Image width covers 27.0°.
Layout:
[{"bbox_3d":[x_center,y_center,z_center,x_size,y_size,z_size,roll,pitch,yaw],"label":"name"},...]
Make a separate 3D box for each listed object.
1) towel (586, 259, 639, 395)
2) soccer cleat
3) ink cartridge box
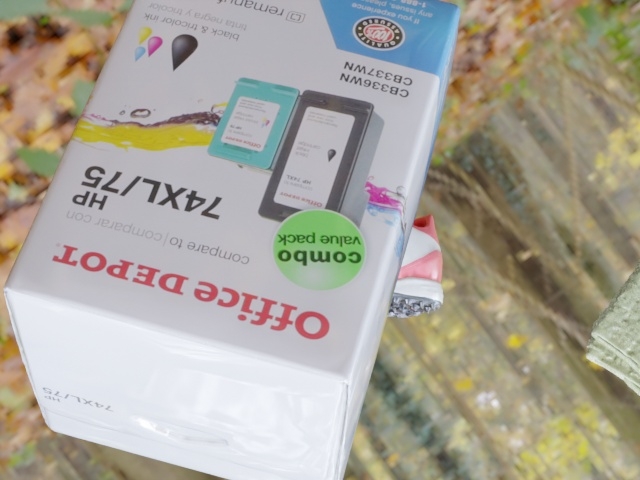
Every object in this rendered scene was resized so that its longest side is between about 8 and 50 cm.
[{"bbox_3d":[0.265,0.051,0.955,0.148,0.110,0.027,-53,179,-14],"label":"towel"},{"bbox_3d":[0.000,0.000,1.417,0.318,0.116,0.108,14,160,-34],"label":"soccer cleat"},{"bbox_3d":[-0.046,-0.010,0.837,0.197,0.198,0.270,96,10,-59],"label":"ink cartridge box"}]
